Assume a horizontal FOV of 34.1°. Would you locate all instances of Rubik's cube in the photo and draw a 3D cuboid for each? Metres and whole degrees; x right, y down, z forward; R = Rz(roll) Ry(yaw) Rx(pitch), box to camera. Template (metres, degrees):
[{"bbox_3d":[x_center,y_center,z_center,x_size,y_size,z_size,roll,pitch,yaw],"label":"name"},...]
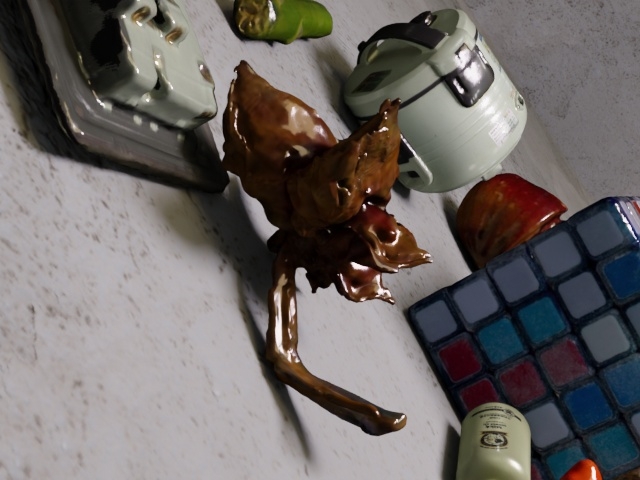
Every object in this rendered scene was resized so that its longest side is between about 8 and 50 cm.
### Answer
[{"bbox_3d":[0.327,0.131,1.301,0.287,0.292,0.293,63,23,8],"label":"Rubik's cube"}]

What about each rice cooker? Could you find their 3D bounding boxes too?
[{"bbox_3d":[0.159,-0.202,1.485,0.244,0.226,0.226,54,21,-22],"label":"rice cooker"}]

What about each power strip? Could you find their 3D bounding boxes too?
[{"bbox_3d":[-0.160,-0.179,0.886,0.251,0.092,0.257,62,16,16],"label":"power strip"}]

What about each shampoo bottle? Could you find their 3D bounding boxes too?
[{"bbox_3d":[0.185,0.244,1.115,0.079,0.079,0.162,55,21,-11],"label":"shampoo bottle"}]

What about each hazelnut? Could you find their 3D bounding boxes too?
[{"bbox_3d":[0.305,-0.006,1.647,0.204,0.178,0.178,55,20,2],"label":"hazelnut"}]

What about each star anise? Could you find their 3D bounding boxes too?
[{"bbox_3d":[0.010,0.002,0.917,0.148,0.237,0.346,-5,72,-32],"label":"star anise"}]

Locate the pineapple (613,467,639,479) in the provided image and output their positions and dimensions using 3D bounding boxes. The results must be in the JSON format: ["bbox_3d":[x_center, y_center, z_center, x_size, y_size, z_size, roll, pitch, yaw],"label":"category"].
[{"bbox_3d":[0.531,0.371,1.670,0.340,0.169,0.169,60,19,-16],"label":"pineapple"}]

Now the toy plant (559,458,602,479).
[{"bbox_3d":[0.254,0.381,0.932,0.400,0.279,0.185,41,-17,4],"label":"toy plant"}]

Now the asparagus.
[{"bbox_3d":[-0.042,-0.292,1.359,0.067,0.060,0.277,49,20,1],"label":"asparagus"}]
